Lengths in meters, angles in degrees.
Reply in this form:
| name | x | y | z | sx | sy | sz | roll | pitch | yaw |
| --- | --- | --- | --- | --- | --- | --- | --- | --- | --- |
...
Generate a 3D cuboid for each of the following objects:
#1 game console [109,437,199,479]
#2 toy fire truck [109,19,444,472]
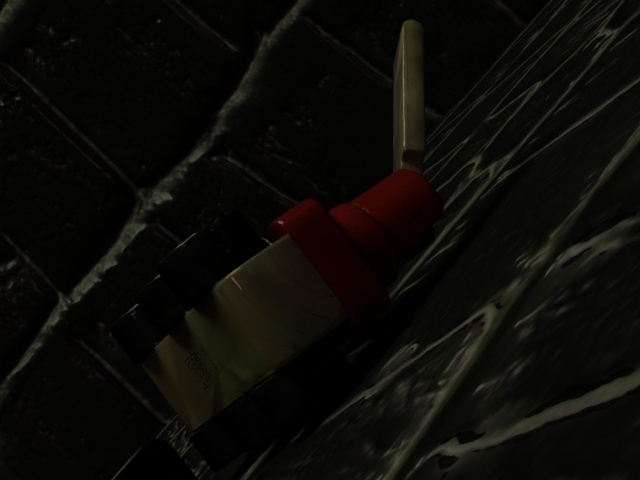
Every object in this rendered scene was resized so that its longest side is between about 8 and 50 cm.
| name | x | y | z | sx | sy | sz | roll | pitch | yaw |
| --- | --- | --- | --- | --- | --- | --- | --- | --- | --- |
| game console | -0.093 | 0.155 | 0.617 | 0.122 | 0.071 | 0.107 | -47 | 2 | -24 |
| toy fire truck | 0.000 | 0.000 | 0.916 | 0.246 | 0.158 | 0.217 | -35 | -4 | -26 |
